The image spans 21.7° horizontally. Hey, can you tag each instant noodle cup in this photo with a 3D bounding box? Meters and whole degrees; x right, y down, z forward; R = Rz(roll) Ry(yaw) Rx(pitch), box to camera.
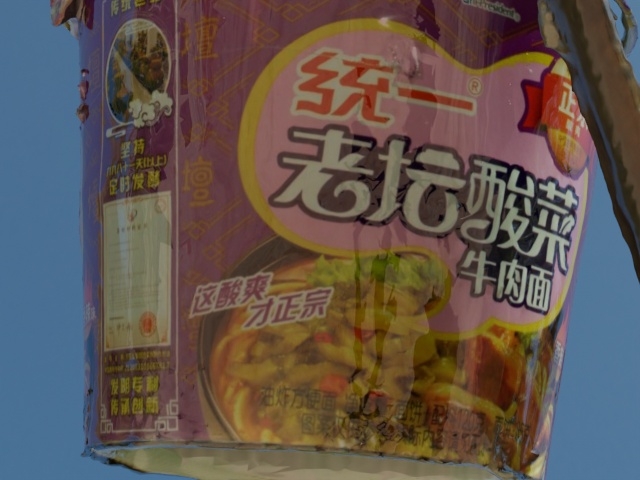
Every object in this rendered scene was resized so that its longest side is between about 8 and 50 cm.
[{"bbox_3d":[0.000,0.000,0.925,0.339,0.340,0.266,6,-103,1],"label":"instant noodle cup"}]

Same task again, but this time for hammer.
[{"bbox_3d":[0.108,0.008,0.514,0.027,0.125,0.297,-16,-93,-32],"label":"hammer"}]
